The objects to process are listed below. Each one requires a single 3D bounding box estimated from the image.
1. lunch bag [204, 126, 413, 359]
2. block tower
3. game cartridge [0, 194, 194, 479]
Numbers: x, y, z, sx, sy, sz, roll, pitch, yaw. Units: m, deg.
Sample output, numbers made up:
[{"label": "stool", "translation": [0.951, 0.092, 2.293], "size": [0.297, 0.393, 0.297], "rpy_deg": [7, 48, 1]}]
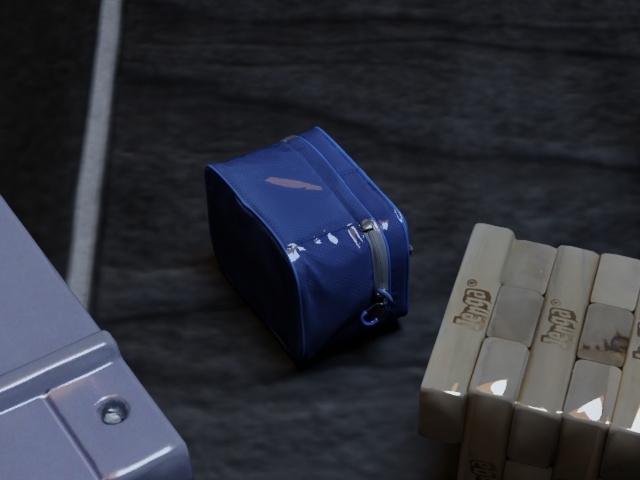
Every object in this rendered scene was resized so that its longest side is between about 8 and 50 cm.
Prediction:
[{"label": "lunch bag", "translation": [0.000, 0.000, 0.698], "size": [0.065, 0.067, 0.098], "rpy_deg": [-24, 49, -21]}, {"label": "block tower", "translation": [0.208, 0.084, 0.589], "size": [0.335, 0.097, 0.091], "rpy_deg": [12, 45, 11]}, {"label": "game cartridge", "translation": [-0.237, 0.032, 0.679], "size": [0.230, 0.068, 0.355], "rpy_deg": [-21, 47, -26]}]
